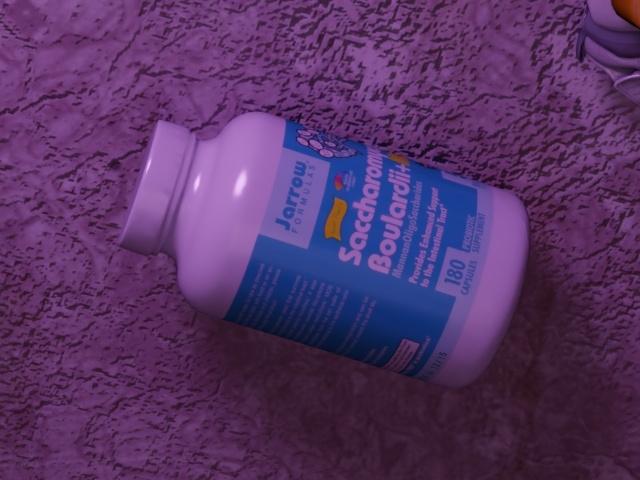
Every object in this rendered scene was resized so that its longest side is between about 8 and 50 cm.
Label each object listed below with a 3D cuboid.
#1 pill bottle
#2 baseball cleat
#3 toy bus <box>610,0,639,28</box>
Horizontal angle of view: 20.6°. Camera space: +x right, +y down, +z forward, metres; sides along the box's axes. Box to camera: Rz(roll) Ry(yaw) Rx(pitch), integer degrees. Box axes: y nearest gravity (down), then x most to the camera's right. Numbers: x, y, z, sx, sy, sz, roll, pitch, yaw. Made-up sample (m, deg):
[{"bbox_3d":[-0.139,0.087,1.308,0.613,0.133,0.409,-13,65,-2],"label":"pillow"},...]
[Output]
[{"bbox_3d":[0.000,0.000,1.215,0.264,0.146,0.146,17,115,-9],"label":"pill bottle"},{"bbox_3d":[0.277,-0.133,1.201,0.206,0.072,0.109,11,130,0],"label":"baseball cleat"},{"bbox_3d":[0.300,-0.260,1.068,0.130,0.108,0.332,31,102,-4],"label":"toy bus"}]
